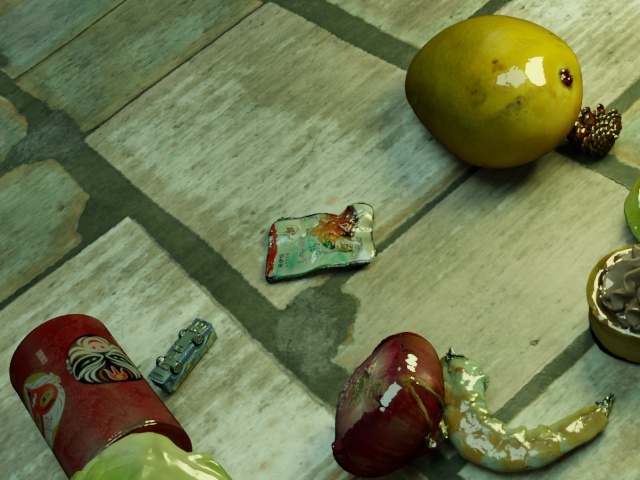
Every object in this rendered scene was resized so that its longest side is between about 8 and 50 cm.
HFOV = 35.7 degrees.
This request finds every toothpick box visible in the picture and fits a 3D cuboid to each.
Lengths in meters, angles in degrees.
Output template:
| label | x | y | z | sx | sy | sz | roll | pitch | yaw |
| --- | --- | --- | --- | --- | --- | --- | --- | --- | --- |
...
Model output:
| label | x | y | z | sx | sy | sz | roll | pitch | yaw |
| --- | --- | --- | --- | --- | --- | --- | --- | --- | --- |
| toothpick box | -0.389 | 0.299 | 1.736 | 0.204 | 0.204 | 0.333 | -37 | 46 | -12 |

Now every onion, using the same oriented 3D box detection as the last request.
| label | x | y | z | sx | sy | sz | roll | pitch | yaw |
| --- | --- | --- | --- | --- | --- | --- | --- | --- | --- |
| onion | 0.109 | 0.263 | 1.570 | 0.248 | 0.161 | 0.248 | -40 | 20 | 18 |

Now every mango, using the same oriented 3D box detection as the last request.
| label | x | y | z | sx | sy | sz | roll | pitch | yaw |
| --- | --- | --- | --- | --- | --- | --- | --- | --- | --- |
| mango | 0.327 | -0.302 | 1.962 | 0.300 | 0.232 | 0.446 | -56 | 32 | 1 |

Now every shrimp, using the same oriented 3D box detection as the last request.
| label | x | y | z | sx | sy | sz | roll | pitch | yaw |
| --- | --- | --- | --- | --- | --- | --- | --- | --- | --- |
| shrimp | 0.299 | 0.279 | 1.561 | 0.287 | 0.068 | 0.185 | 7 | 52 | 27 |

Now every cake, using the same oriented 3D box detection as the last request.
| label | x | y | z | sx | sy | sz | roll | pitch | yaw |
| --- | --- | --- | --- | --- | --- | --- | --- | --- | --- |
| cake | 0.512 | 0.080 | 1.580 | 0.208 | 0.178 | 0.185 | 11 | 55 | 34 |

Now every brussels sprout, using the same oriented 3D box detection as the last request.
| label | x | y | z | sx | sy | sz | roll | pitch | yaw |
| --- | --- | --- | --- | --- | --- | --- | --- | --- | --- |
| brussels sprout | -0.257 | 0.470 | 1.482 | 0.344 | 0.268 | 0.344 | 17 | 46 | -19 |

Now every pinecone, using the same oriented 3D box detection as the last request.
| label | x | y | z | sx | sy | sz | roll | pitch | yaw |
| --- | --- | --- | --- | --- | --- | --- | --- | --- | --- |
| pinecone | 0.519 | -0.208 | 1.899 | 0.102 | 0.102 | 0.109 | -54 | 21 | -26 |

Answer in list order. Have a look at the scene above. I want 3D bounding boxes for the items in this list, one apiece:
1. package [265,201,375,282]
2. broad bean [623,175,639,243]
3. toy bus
| label | x | y | z | sx | sy | sz | roll | pitch | yaw |
| --- | --- | --- | --- | --- | --- | --- | --- | --- | --- |
| package | 0.000 | 0.000 | 1.962 | 0.232 | 0.040 | 0.166 | -8 | 48 | 17 |
| broad bean | 0.608 | -0.052 | 1.731 | 0.153 | 0.072 | 0.206 | -7 | 48 | 25 |
| toy bus | -0.255 | 0.215 | 1.855 | 0.051 | 0.061 | 0.153 | 16 | 56 | 35 |
